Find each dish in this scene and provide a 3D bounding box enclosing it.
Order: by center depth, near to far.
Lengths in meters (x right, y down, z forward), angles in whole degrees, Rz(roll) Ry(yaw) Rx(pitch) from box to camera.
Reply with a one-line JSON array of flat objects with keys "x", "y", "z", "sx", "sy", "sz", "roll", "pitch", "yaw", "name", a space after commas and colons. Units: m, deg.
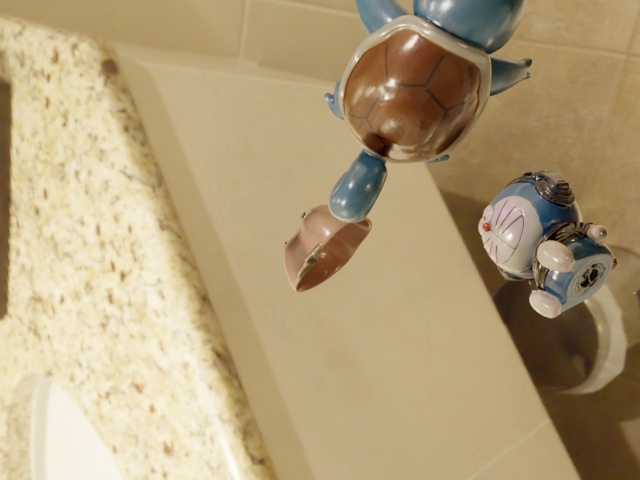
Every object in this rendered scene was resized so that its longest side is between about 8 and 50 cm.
[{"x": 0.000, "y": 0.000, "z": 1.315, "sx": 0.090, "sy": 0.213, "sz": 0.213, "roll": 46, "pitch": 126, "yaw": 19, "name": "dish"}]

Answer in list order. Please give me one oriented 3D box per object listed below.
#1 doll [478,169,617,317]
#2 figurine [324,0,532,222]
[{"x": 0.496, "y": -0.005, "z": 1.450, "sx": 0.310, "sy": 0.240, "sz": 0.284, "roll": 52, "pitch": 141, "yaw": 46, "name": "doll"}, {"x": 0.127, "y": -0.227, "z": 0.938, "sx": 0.298, "sy": 0.243, "sz": 0.416, "roll": 31, "pitch": 110, "yaw": 1, "name": "figurine"}]
